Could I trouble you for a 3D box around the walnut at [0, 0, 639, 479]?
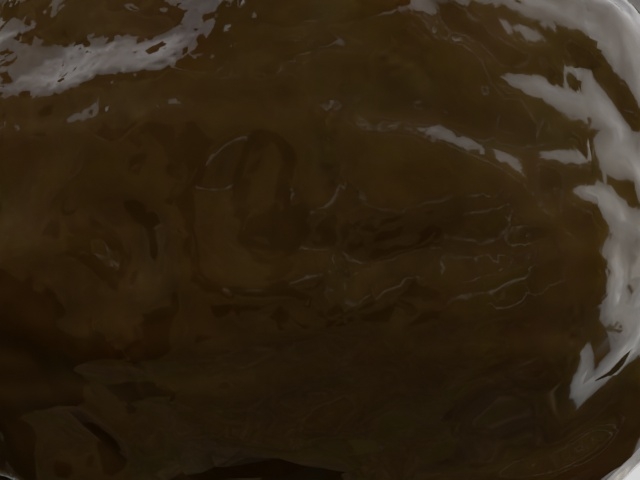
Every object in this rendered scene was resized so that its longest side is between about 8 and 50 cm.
[{"bbox_3d":[0.001,-0.003,0.788,0.343,0.306,0.306,1,-56,16],"label":"walnut"}]
